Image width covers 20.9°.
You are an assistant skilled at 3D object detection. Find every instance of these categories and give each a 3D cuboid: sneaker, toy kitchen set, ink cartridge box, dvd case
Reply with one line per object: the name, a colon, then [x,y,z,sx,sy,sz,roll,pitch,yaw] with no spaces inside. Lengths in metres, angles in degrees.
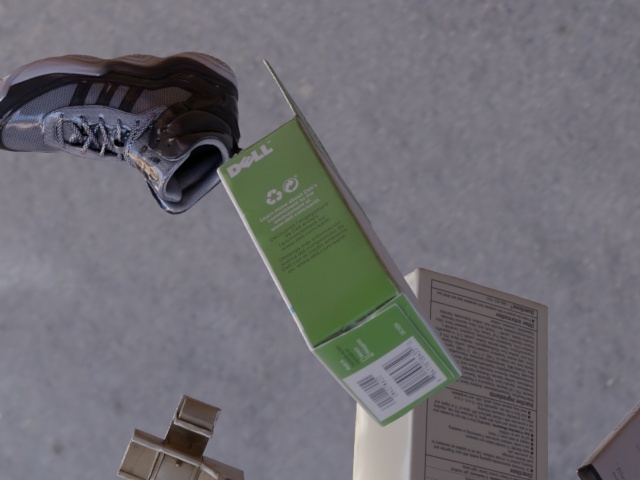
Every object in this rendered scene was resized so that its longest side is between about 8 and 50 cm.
sneaker: [-0.195,-0.101,1.677,0.101,0.268,0.153,99,156,-44]
toy kitchen set: [-0.090,0.151,1.197,0.083,0.075,0.068,22,95,-6]
ink cartridge box: [0.000,0.000,1.047,0.209,0.062,0.109,61,-175,38]
dvd case: [0.364,0.254,1.778,0.022,0.253,0.180,-32,90,37]

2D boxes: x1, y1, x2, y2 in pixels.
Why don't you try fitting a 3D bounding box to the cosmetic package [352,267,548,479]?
cosmetic package: [0.123,0.199,1.634,0.160,0.309,0.113,18,152,-25]
